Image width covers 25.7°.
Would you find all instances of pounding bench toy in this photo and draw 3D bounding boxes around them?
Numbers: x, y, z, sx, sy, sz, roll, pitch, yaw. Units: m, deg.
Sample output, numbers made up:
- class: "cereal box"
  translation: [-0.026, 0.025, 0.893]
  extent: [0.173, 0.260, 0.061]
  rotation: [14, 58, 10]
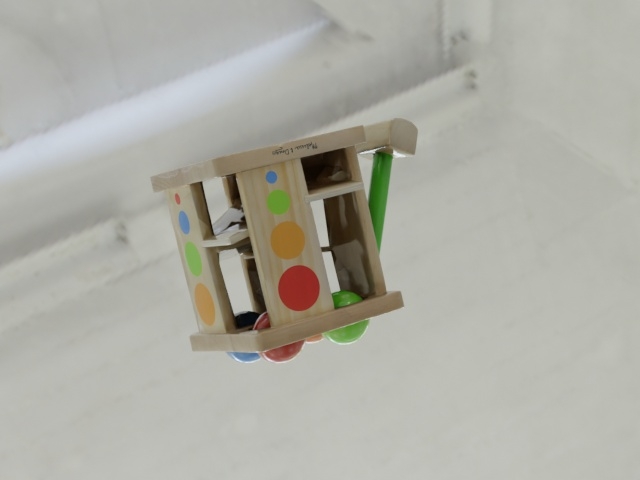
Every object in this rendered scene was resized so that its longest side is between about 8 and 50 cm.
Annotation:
- class: "pounding bench toy"
  translation: [0.000, 0.000, 0.442]
  extent: [0.083, 0.052, 0.065]
  rotation: [-16, -86, -28]
